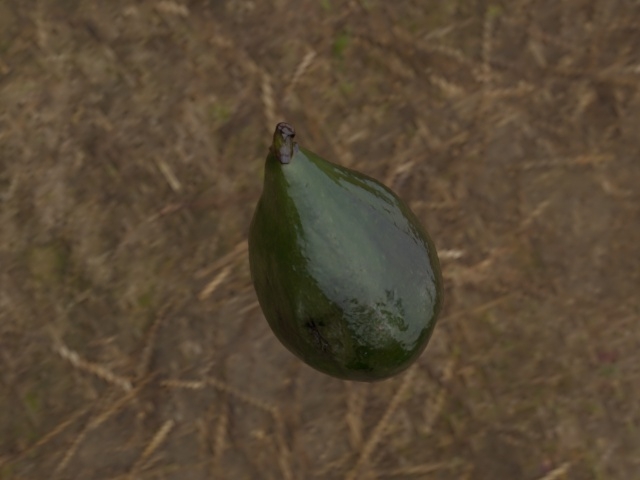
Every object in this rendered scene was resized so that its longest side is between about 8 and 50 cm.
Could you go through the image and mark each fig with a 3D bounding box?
[{"bbox_3d":[0.000,0.000,1.050,0.177,0.117,0.117,52,46,-37],"label":"fig"}]
